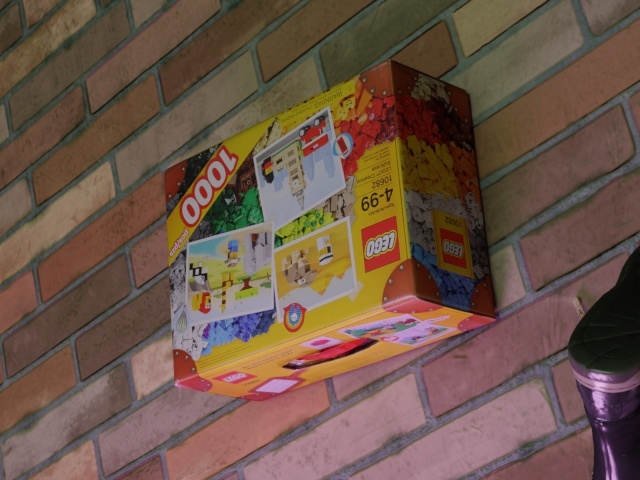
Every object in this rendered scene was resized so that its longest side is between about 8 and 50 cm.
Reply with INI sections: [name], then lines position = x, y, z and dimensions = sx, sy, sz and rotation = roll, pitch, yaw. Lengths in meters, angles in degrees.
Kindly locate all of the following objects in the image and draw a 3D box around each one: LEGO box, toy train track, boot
[LEGO box]
position = 0.000, 0.000, 2.436
dimensions = 0.500, 0.193, 0.372
rotation = -23, 63, 39
[toy train track]
position = 0.363, 0.111, 2.171
dimensions = 0.048, 0.014, 0.083
rotation = -50, 43, 32
[boot]
position = 0.430, 0.164, 1.954
dimensions = 0.138, 0.377, 0.284
rotation = 14, 126, 34
